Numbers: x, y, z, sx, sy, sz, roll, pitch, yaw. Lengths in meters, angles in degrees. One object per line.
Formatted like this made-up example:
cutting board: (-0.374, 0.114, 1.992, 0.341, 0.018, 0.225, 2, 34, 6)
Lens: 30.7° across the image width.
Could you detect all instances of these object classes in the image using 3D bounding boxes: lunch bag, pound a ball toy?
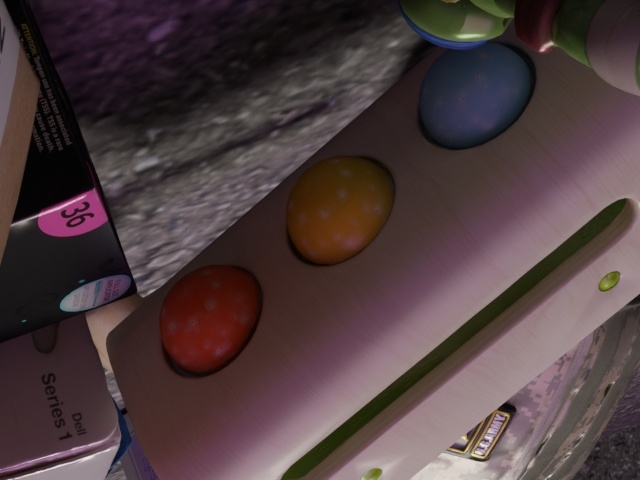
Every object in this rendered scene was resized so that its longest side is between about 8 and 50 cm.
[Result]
lunch bag: (0.124, 0.099, 0.912, 0.287, 0.169, 0.235, -4, 126, -48)
pound a ball toy: (0.000, 0.000, 0.586, 0.319, 0.208, 0.136, -40, 134, 8)

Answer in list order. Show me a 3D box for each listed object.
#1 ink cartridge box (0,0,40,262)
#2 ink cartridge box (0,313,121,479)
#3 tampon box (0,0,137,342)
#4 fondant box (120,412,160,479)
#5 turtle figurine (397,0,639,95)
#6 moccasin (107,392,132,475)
ink cartridge box: (-0.183, -0.067, 0.251, 0.193, 0.088, 0.234, 8, 158, 2)
ink cartridge box: (-0.188, 0.086, 0.645, 0.093, 0.160, 0.219, -13, 156, -24)
tampon box: (-0.175, -0.011, 0.496, 0.161, 0.101, 0.120, -21, 160, -8)
fondant box: (-0.005, 0.162, 1.137, 0.238, 0.096, 0.330, -35, 156, 27)
turtle figurine: (0.124, -0.145, 0.367, 0.197, 0.275, 0.266, -54, 164, -19)
moccasin: (-0.303, 0.206, 0.860, 0.342, 0.137, 0.117, -9, 160, -34)
